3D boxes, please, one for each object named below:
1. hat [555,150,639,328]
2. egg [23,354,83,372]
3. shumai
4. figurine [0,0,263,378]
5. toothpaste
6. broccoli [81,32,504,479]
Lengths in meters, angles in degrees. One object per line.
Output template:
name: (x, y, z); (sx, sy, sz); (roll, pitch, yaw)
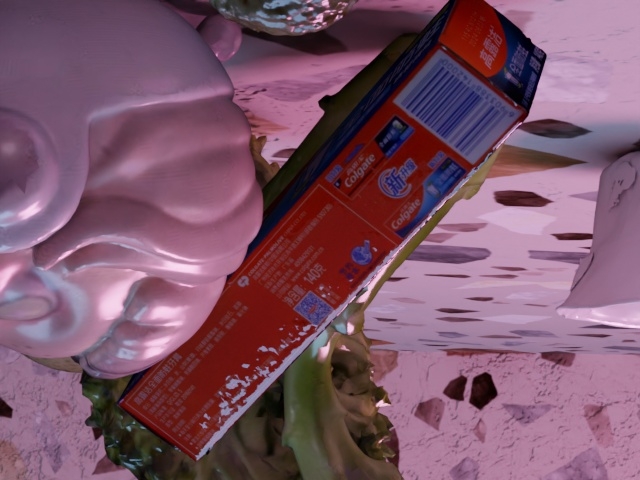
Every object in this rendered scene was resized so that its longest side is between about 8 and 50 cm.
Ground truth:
hat: (0.277, -0.001, 1.334); (0.203, 0.126, 0.203); (3, 171, 0)
egg: (-0.212, 0.021, 1.506); (0.177, 0.177, 0.228); (8, -173, -29)
shumai: (-0.011, -0.133, 0.734); (0.083, 0.082, 0.080); (-17, 173, -9)
figurine: (-0.198, -0.046, 0.891); (0.361, 0.211, 0.253); (9, -178, -28)
toothpaste: (0.000, -0.001, 0.984); (0.066, 0.076, 0.320); (38, 122, -8)
broccoli: (-0.039, 0.005, 1.176); (0.353, 0.397, 0.275); (19, -142, 23)
